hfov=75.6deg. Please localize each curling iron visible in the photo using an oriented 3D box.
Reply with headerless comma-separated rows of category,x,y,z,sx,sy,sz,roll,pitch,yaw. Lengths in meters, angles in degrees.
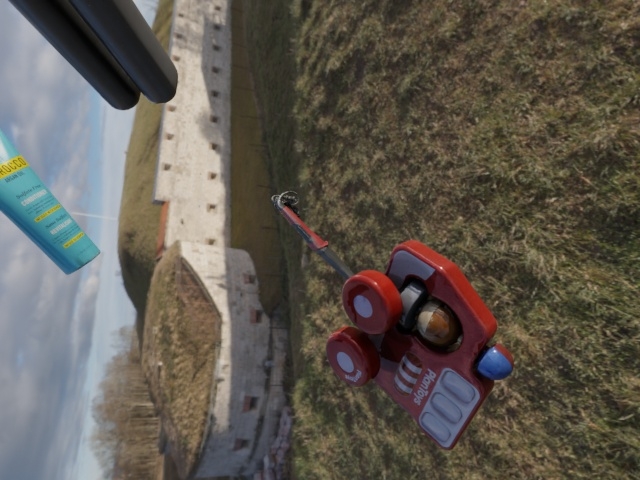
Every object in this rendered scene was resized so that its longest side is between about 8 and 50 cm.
curling iron,0.000,0.000,0.881,0.035,0.274,0.068,-34,13,41

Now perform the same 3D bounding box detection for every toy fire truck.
toy fire truck,0.165,0.162,0.663,0.254,0.170,0.301,36,130,31

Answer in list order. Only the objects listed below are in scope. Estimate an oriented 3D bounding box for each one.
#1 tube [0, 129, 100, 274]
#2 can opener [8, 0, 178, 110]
tube,-0.378,-0.049,0.533,0.052,0.207,0.080,-21,25,25
can opener,-0.185,-0.168,0.253,0.283,0.076,0.094,65,-160,-66
